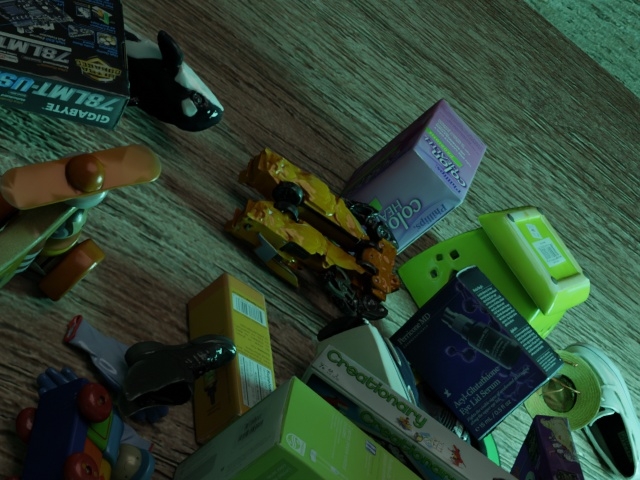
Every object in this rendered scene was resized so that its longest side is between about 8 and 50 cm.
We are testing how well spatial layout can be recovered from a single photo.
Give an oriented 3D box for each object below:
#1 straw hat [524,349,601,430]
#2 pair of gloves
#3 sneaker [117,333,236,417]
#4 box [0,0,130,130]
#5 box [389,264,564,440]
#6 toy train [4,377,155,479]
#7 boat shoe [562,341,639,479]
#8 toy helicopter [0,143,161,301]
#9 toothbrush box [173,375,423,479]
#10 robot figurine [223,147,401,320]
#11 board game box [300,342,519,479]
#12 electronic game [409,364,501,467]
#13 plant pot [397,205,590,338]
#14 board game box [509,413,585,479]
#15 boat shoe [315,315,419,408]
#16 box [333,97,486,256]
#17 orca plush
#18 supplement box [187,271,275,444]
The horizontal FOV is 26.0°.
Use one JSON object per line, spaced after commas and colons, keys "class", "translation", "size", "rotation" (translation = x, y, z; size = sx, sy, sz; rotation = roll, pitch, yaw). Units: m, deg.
{"class": "straw hat", "translation": [0.406, 0.265, 2.365], "size": [0.144, 0.144, 0.061], "rotation": [61, -13, 19]}
{"class": "pair of gloves", "translation": [-0.244, 0.176, 1.573], "size": [0.159, 0.023, 0.198], "rotation": [41, 28, -14]}
{"class": "sneaker", "translation": [-0.163, 0.158, 1.609], "size": [0.170, 0.051, 0.089], "rotation": [-1, 39, -32]}
{"class": "box", "translation": [-0.398, -0.291, 1.776], "size": [0.295, 0.073, 0.293], "rotation": [10, 46, -24]}
{"class": "box", "translation": [0.233, 0.165, 2.063], "size": [0.207, 0.153, 0.108], "rotation": [47, 22, 10]}
{"class": "toy train", "translation": [-0.241, 0.274, 1.392], "size": [0.143, 0.105, 0.248], "rotation": [48, 30, -36]}
{"class": "boat shoe", "translation": [0.494, 0.301, 2.429], "size": [0.088, 0.096, 0.267], "rotation": [4, 60, -60]}
{"class": "toy helicopter", "translation": [-0.310, -0.005, 1.468], "size": [0.140, 0.235, 0.355], "rotation": [48, 28, -4]}
{"class": "toothbrush box", "translation": [-0.004, 0.320, 1.551], "size": [0.283, 0.206, 0.122], "rotation": [41, 30, -16]}
{"class": "robot figurine", "translation": [0.000, 0.000, 2.053], "size": [0.291, 0.085, 0.211], "rotation": [36, 44, -24]}
{"class": "board game box", "translation": [0.089, 0.280, 1.661], "size": [0.305, 0.193, 0.053], "rotation": [36, 44, 8]}
{"class": "electronic game", "translation": [0.185, 0.282, 2.041], "size": [0.229, 0.048, 0.229], "rotation": [36, 30, -25]}
{"class": "plant pot", "translation": [0.304, 0.071, 2.304], "size": [0.227, 0.207, 0.228], "rotation": [57, 27, 13]}
{"class": "board game box", "translation": [0.245, 0.405, 1.677], "size": [0.056, 0.347, 0.208], "rotation": [10, 36, -8]}
{"class": "boat shoe", "translation": [0.101, 0.271, 1.864], "size": [0.158, 0.127, 0.340], "rotation": [33, 39, -60]}
{"class": "box", "translation": [0.137, -0.089, 2.244], "size": [0.117, 0.213, 0.243], "rotation": [46, 29, -8]}
{"class": "orca plush", "translation": [-0.275, -0.244, 1.958], "size": [0.287, 0.151, 0.102], "rotation": [49, 59, -9]}
{"class": "supplement box", "translation": [-0.110, 0.156, 1.734], "size": [0.080, 0.078, 0.233], "rotation": [34, 32, -33]}
